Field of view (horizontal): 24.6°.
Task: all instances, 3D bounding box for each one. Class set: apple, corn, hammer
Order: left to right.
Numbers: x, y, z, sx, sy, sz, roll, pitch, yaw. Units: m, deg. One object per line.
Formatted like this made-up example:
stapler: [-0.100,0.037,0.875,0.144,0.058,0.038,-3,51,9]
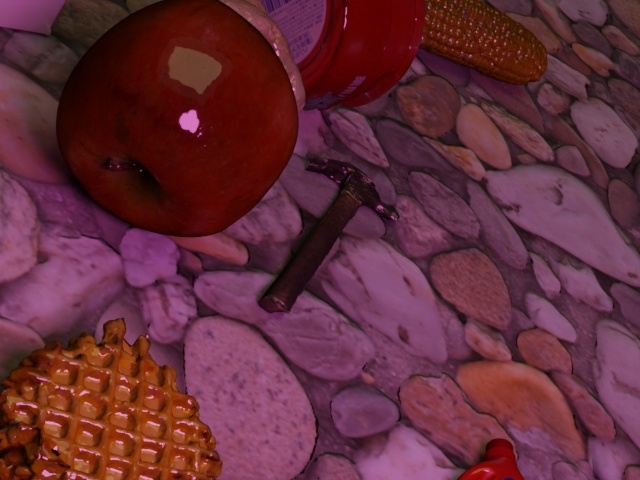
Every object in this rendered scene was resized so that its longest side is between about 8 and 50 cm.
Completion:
apple: [-0.131,-0.122,1.415,0.230,0.230,0.230,25,37,-21]
hammer: [0.001,0.000,1.586,0.125,0.027,0.297,38,35,-4]
corn: [0.192,-0.293,2.026,0.313,0.102,0.102,14,42,-34]

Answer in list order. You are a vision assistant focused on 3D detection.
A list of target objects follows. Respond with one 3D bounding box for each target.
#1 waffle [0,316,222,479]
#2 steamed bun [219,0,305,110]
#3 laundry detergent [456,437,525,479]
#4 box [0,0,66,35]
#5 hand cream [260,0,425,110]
waffle: [-0.178,0.165,1.201,0.193,0.070,0.197,43,37,3]
steamed bun: [-0.109,-0.209,1.564,0.155,0.141,0.172,70,-6,-54]
laundry detergent: [0.170,0.257,1.443,0.097,0.049,0.165,26,34,-13]
box: [-0.335,-0.388,1.544,0.116,0.203,0.274,1,50,-42]
hand cream: [-0.006,-0.267,1.703,0.149,0.230,0.230,-3,53,-49]
